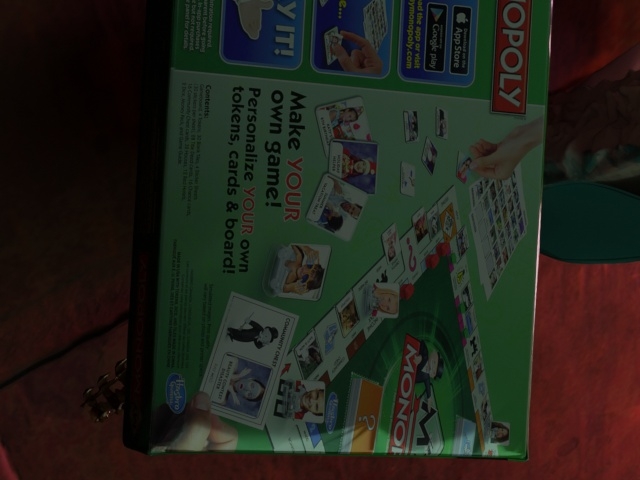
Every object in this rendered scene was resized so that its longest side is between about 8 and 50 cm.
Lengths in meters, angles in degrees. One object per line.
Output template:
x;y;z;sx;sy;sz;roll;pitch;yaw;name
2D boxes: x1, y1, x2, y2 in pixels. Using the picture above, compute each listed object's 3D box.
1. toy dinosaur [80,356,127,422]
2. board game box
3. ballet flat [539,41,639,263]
0.000;0.000;1.192;0.322;0.164;0.218;-59;162;-8;toy dinosaur
0.014;-0.048;1.024;0.213;0.046;0.317;4;88;-24;board game box
0.230;-0.069;1.207;0.147;0.147;0.409;-22;-177;-22;ballet flat
